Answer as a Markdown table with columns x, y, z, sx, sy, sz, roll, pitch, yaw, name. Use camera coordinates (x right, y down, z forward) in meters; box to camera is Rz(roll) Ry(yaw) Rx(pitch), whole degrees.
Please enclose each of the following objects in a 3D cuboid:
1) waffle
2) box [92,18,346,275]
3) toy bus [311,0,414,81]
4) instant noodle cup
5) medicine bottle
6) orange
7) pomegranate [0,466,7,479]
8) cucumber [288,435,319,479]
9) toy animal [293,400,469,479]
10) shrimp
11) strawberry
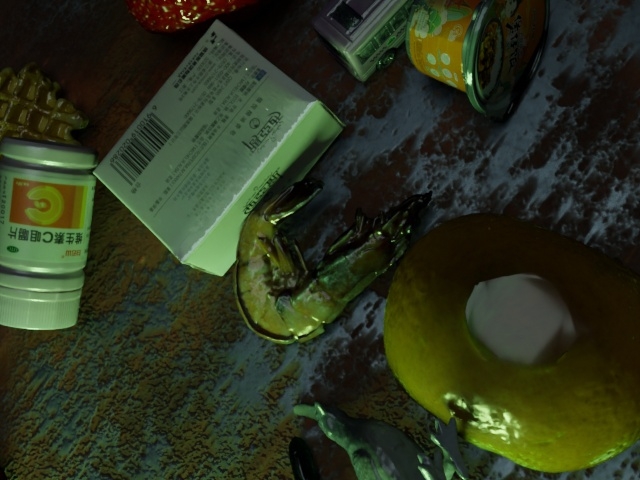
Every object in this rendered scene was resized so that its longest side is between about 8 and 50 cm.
| x | y | z | sx | sy | sz | roll | pitch | yaw | name |
| --- | --- | --- | --- | --- | --- | --- | --- | --- | --- |
| -0.484 | -0.125 | 1.261 | 0.309 | 0.065 | 0.283 | -26 | 74 | 8 | waffle |
| -0.137 | -0.123 | 1.117 | 0.203 | 0.116 | 0.274 | 41 | 94 | 23 | box |
| 0.086 | -0.319 | 1.091 | 0.199 | 0.108 | 0.096 | -46 | 69 | 4 | toy bus |
| 0.187 | -0.260 | 1.027 | 0.125 | 0.177 | 0.208 | 26 | 119 | 36 | instant noodle cup |
| -0.387 | -0.012 | 1.141 | 0.133 | 0.133 | 0.250 | 12 | 97 | 20 | medicine bottle |
| 0.224 | 0.115 | 0.934 | 0.334 | 0.196 | 0.263 | 30 | 102 | 14 | orange |
| -0.487 | 0.366 | 1.123 | 0.129 | 0.129 | 0.159 | -25 | 79 | 11 | pomegranate |
| -0.014 | 0.310 | 1.032 | 0.032 | 0.032 | 0.133 | -21 | 72 | 13 | cucumber |
| 0.109 | 0.283 | 0.933 | 0.081 | 0.206 | 0.367 | -25 | 63 | -34 | toy animal |
| 0.001 | 0.000 | 1.064 | 0.289 | 0.075 | 0.178 | -44 | 86 | 14 | shrimp |
| -0.177 | -0.405 | 1.141 | 0.276 | 0.257 | 0.257 | -28 | 71 | 28 | strawberry |
